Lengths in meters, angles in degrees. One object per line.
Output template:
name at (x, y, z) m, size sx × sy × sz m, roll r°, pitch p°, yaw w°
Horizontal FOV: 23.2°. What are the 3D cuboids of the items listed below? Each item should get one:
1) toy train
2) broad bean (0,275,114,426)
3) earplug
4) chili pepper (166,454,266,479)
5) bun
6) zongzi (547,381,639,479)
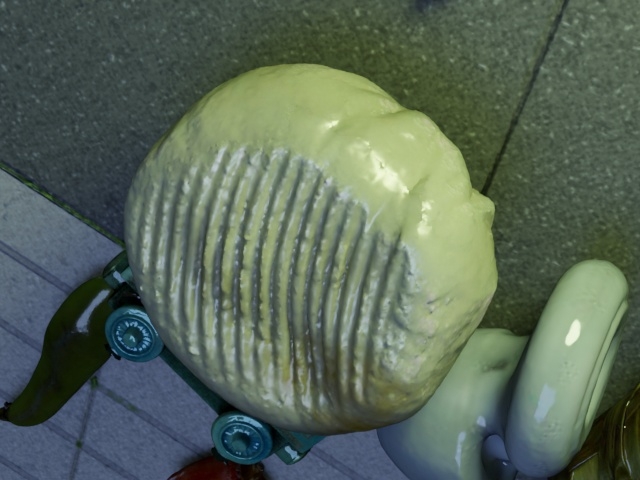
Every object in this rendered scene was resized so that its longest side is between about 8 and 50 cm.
toy train at (-0.089, 0.103, 1.656) m, size 0.298 × 0.120 × 0.194 m, roll 45°, pitch 121°, yaw -9°
broad bean at (-0.301, 0.144, 1.806) m, size 0.075 × 0.067 × 0.325 m, roll 51°, pitch 127°, yaw 13°
earplug at (0.182, 0.139, 1.496) m, size 0.175 × 0.214 × 0.325 m, roll 41°, pitch 136°, yaw -5°
chili pepper at (-0.126, 0.292, 1.832) m, size 0.123 × 0.070 × 0.073 m, roll -22°, pitch 128°, yaw 32°
bun at (0.000, 0.000, 1.463) m, size 0.365 × 0.219 × 0.365 m, roll 14°, pitch 118°, yaw 28°
zongzi at (0.310, 0.161, 1.517) m, size 0.221 × 0.112 × 0.242 m, roll -9°, pitch 110°, yaw 30°
